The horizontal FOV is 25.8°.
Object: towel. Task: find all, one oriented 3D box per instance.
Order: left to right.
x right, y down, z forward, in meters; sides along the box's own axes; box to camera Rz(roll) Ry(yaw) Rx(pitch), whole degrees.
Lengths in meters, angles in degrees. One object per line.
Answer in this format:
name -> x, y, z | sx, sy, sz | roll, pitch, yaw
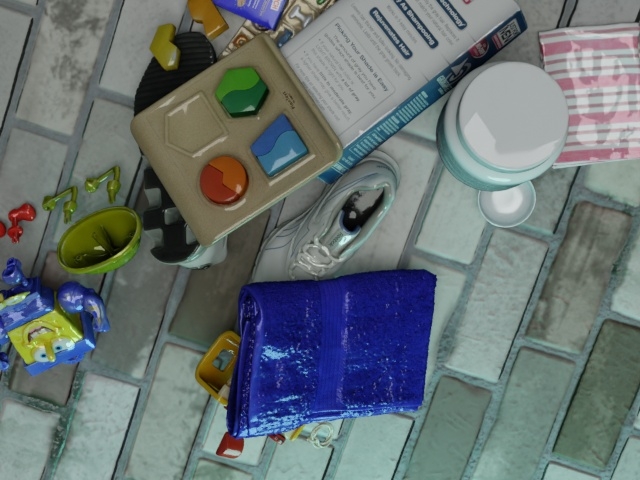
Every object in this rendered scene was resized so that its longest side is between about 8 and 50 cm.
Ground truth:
towel -> 0.023, 0.159, 1.940 | 0.308, 0.076, 0.227 | -6, 114, -31
towel -> 0.385, -0.204, 1.966 | 0.144, 0.029, 0.197 | -6, 103, 0

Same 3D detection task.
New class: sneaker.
sneaker -> -0.176, -0.120, 1.942 | 0.122, 0.146, 0.330 | -2, 80, 23
sneaker -> 0.000, 0.000, 1.954 | 0.111, 0.129, 0.297 | 35, 101, -10

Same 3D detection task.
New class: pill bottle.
pill bottle -> 0.238, -0.149, 1.832 | 0.160, 0.283, 0.160 | 0, 90, 2

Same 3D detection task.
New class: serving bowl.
serving bowl -> 0.264, -0.062, 1.996 | 0.083, 0.027, 0.083 | 0, 102, -1

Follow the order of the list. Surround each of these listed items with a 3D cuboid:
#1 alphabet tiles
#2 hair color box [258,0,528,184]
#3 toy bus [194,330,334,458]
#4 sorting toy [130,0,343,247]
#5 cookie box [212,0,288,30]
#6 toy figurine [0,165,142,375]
alphabet tiles -> -0.007, -0.273, 1.954 | 0.198, 0.009, 0.237 | 36, 100, -8
hair color box -> 0.087, -0.250, 1.874 | 0.347, 0.105, 0.174 | -38, 76, 8
toy bus -> -0.085, 0.212, 2.010 | 0.191, 0.104, 0.202 | -14, 119, -29
sorting toy -> -0.139, -0.173, 1.842 | 0.229, 0.041, 0.307 | -35, 73, 5
cookie box -> -0.094, -0.349, 1.912 | 0.107, 0.040, 0.092 | 25, 101, 2
toy figurine -> -0.378, 0.082, 1.988 | 0.363, 0.191, 0.217 | -26, 130, 6
